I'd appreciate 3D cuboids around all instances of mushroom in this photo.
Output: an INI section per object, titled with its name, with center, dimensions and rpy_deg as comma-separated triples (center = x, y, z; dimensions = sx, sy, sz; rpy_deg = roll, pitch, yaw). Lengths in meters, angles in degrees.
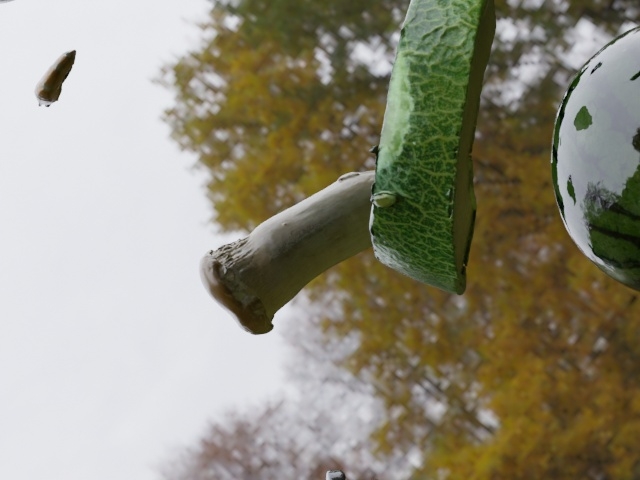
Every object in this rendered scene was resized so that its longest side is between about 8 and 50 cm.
[mushroom]
center = 0.000, 0.000, 1.280
dimensions = 0.209, 0.084, 0.071
rpy_deg = -32, -6, -10

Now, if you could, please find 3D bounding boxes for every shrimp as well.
[shrimp]
center = -0.246, -0.152, 1.425
dimensions = 0.059, 0.023, 0.108
rpy_deg = -57, 9, -8

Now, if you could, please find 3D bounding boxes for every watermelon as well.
[watermelon]
center = 0.186, -0.051, 0.779
dimensions = 0.187, 0.140, 0.141
rpy_deg = -87, 16, -59

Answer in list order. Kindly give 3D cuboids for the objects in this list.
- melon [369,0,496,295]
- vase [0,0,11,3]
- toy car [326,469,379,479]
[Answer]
[melon]
center = 0.073, -0.068, 0.962
dimensions = 0.118, 0.064, 0.210
rpy_deg = -13, -67, -72
[vase]
center = -0.298, -0.247, 0.997
dimensions = 0.128, 0.248, 0.128
rpy_deg = -158, 90, -85
[toy car]
center = -0.006, 0.216, 1.007
dimensions = 0.112, 0.112, 0.139
rpy_deg = -8, -1, -6
